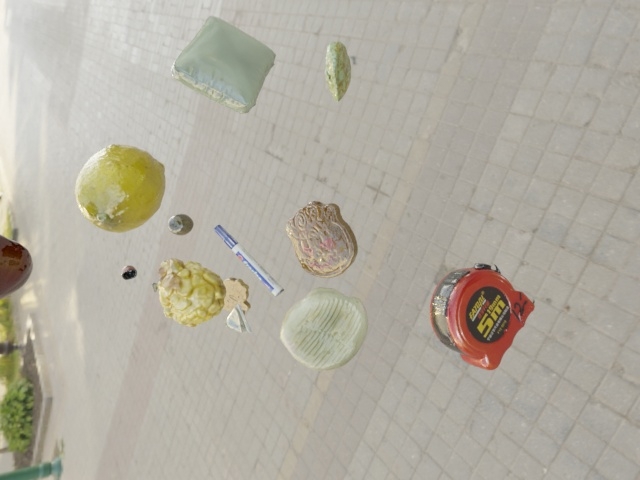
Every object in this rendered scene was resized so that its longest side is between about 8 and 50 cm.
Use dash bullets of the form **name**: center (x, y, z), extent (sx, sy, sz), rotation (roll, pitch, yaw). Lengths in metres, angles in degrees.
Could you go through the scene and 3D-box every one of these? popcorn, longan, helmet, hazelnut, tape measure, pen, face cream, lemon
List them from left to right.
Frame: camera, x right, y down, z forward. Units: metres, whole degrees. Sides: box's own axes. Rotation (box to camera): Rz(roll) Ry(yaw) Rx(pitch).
- **hazelnut**: center (-0.944, 0.089, 1.230), extent (0.208, 0.208, 0.209), rotation (-7, 80, 48)
- **lemon**: center (-0.609, -0.166, 1.334), extent (0.245, 0.245, 0.320), rotation (-43, 29, 37)
- **helmet**: center (-0.835, 0.131, 1.878), extent (0.049, 0.064, 0.084), rotation (62, 148, 24)
- **longan**: center (-0.615, -0.072, 1.884), extent (0.119, 0.106, 0.106), rotation (18, 99, 35)
- **popcorn**: center (-0.310, 0.117, 1.017), extent (0.180, 0.169, 0.180), rotation (172, 90, -77)
- **face cream**: center (-0.315, 0.302, 1.652), extent (0.114, 0.070, 0.224), rotation (66, 156, 3)
- **pen**: center (-0.157, 0.043, 0.934), extent (0.204, 0.025, 0.025), rotation (45, 124, 5)
- **tape measure**: center (0.416, 0.188, 1.141), extent (0.253, 0.260, 0.114), rotation (-51, 15, -15)

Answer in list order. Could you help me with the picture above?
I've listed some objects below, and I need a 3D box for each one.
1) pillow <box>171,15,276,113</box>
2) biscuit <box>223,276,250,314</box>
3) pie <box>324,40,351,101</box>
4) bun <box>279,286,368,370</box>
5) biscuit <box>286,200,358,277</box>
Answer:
- **pillow**: center (-0.285, -0.546, 1.333), extent (0.120, 0.255, 0.323), rotation (-45, 25, 50)
- **biscuit**: center (-0.376, 0.242, 1.899), extent (0.165, 0.036, 0.226), rotation (24, 130, 14)
- **pie**: center (0.072, -0.715, 1.819), extent (0.089, 0.248, 0.201), rotation (8, 56, 17)
- **bun**: center (0.012, 0.187, 0.974), extent (0.193, 0.178, 0.128), rotation (-53, 6, 7)
- **biscuit**: center (-0.001, 0.001, 1.425), extent (0.272, 0.049, 0.258), rotation (-23, 90, 44)
